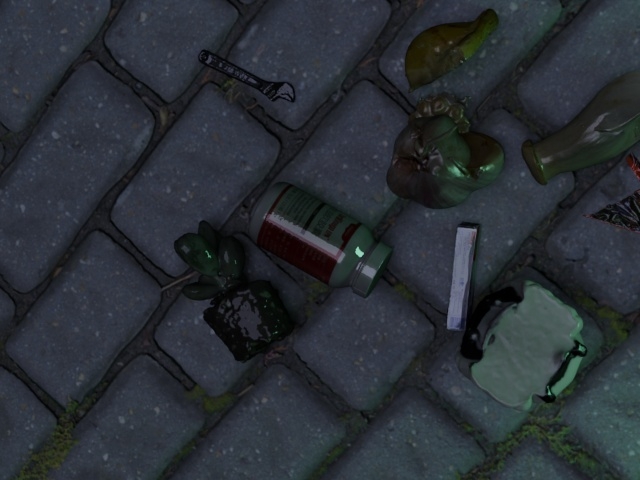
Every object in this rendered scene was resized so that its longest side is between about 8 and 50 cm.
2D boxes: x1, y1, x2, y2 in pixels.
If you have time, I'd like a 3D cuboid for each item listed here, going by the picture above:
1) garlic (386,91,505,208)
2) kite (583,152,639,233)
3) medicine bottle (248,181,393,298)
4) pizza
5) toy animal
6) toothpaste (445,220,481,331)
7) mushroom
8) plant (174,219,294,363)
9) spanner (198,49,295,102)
[{"bbox_3d":[0.211,-0.180,1.812,0.207,0.257,0.207,1,59,-2],"label":"garlic"},{"bbox_3d":[0.576,-0.065,1.818,0.232,0.009,0.189,-30,90,18],"label":"kite"},{"bbox_3d":[0.000,0.000,1.929,0.250,0.131,0.131,29,105,10],"label":"medicine bottle"},{"bbox_3d":[0.206,-0.328,1.789,0.188,0.204,0.081,-33,99,24],"label":"pizza"},{"bbox_3d":[0.352,0.186,1.845,0.204,0.156,0.208,34,89,7],"label":"toy animal"},{"bbox_3d":[0.260,0.066,1.910,0.040,0.047,0.197,8,101,18],"label":"toothpaste"},{"bbox_3d":[0.461,-0.180,1.791,0.247,0.096,0.108,-34,114,21],"label":"mushroom"},{"bbox_3d":[-0.173,0.093,1.992,0.149,0.146,0.275,-35,86,-1],"label":"plant"},{"bbox_3d":[-0.139,-0.310,1.982,0.208,0.012,0.046,27,104,11],"label":"spanner"}]
